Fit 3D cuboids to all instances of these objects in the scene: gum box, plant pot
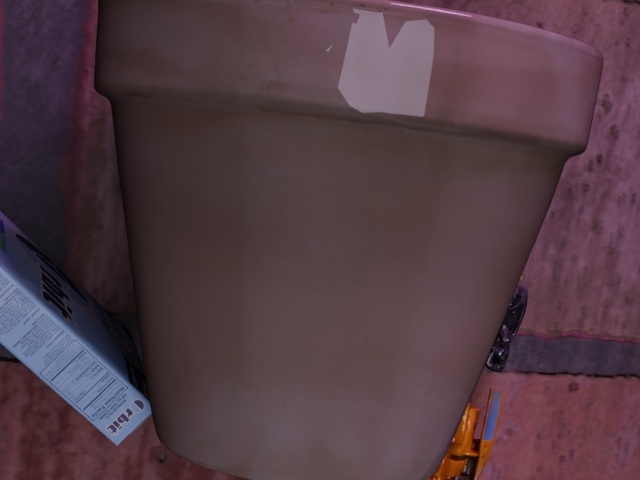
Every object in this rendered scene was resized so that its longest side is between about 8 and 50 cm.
[{"bbox_3d":[-0.201,0.044,0.815,0.041,0.157,0.184,-43,111,-2],"label":"gum box"},{"bbox_3d":[0.000,0.000,0.756,0.323,0.323,0.280,7,94,-18],"label":"plant pot"}]

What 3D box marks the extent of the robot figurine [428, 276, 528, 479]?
[{"bbox_3d":[0.070,0.107,0.950,0.211,0.085,0.291,6,102,-19],"label":"robot figurine"}]
